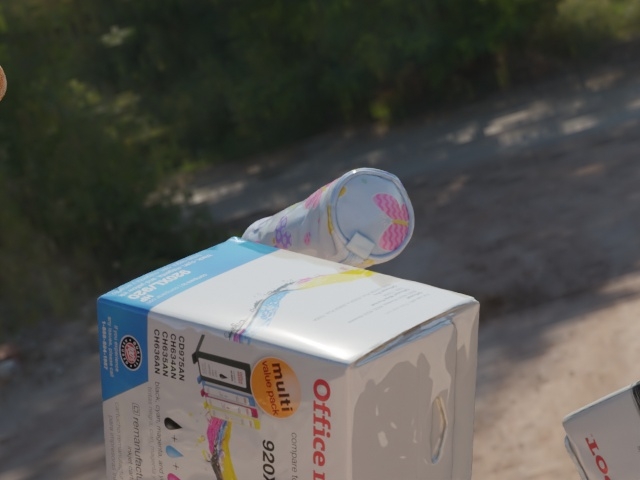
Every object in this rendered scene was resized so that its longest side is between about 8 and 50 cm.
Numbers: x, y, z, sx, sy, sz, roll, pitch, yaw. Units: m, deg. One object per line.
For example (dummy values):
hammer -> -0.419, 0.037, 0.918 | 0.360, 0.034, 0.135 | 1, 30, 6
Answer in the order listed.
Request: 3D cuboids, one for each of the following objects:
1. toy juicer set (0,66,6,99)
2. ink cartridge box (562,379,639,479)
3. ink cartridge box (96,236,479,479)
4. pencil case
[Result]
toy juicer set -> -0.360, -0.218, 1.370 | 0.089, 0.329, 0.209 | -34, 41, -5
ink cartridge box -> 0.440, 0.231, 1.704 | 0.166, 0.285, 0.395 | -22, -8, -26
ink cartridge box -> -0.023, 0.118, 1.309 | 0.233, 0.171, 0.168 | 12, 22, 34
pencil case -> 0.000, 0.000, 2.118 | 0.124, 0.113, 0.273 | -49, 12, -32
